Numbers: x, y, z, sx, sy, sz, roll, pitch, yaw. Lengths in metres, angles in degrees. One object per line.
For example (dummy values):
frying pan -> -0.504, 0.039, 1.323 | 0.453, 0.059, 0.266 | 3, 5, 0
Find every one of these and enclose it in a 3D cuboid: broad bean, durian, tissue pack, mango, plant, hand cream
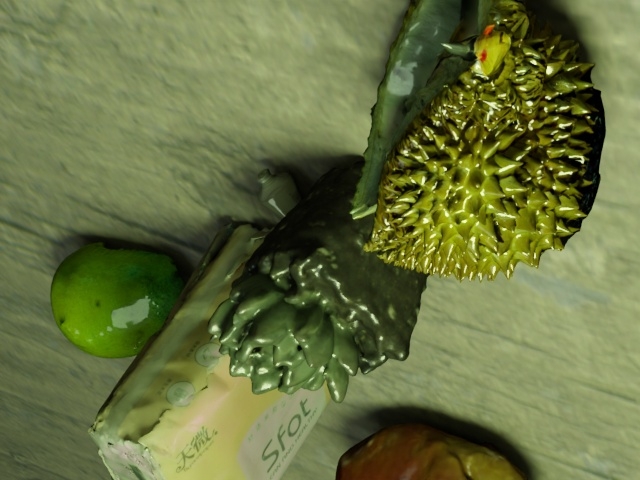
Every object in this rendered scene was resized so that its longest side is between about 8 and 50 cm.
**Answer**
broad bean -> 0.116, 0.247, 1.414 | 0.228, 0.122, 0.156 | -8, 106, 41
durian -> 0.111, -0.072, 0.900 | 0.137, 0.194, 0.237 | 14, 167, -5
tissue pack -> -0.087, 0.138, 1.305 | 0.123, 0.257, 0.215 | 16, 146, 32
mango -> -0.206, 0.063, 1.469 | 0.178, 0.100, 0.119 | -13, 125, 42
plant -> 0.008, 0.041, 1.131 | 0.132, 0.194, 0.129 | 43, 154, -15
hand cream -> 0.000, 0.000, 1.235 | 0.165, 0.037, 0.057 | 50, -178, -27

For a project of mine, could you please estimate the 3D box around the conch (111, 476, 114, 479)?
conch -> -0.207, 0.289, 1.813 | 0.135, 0.102, 0.153 | -24, 119, 39
